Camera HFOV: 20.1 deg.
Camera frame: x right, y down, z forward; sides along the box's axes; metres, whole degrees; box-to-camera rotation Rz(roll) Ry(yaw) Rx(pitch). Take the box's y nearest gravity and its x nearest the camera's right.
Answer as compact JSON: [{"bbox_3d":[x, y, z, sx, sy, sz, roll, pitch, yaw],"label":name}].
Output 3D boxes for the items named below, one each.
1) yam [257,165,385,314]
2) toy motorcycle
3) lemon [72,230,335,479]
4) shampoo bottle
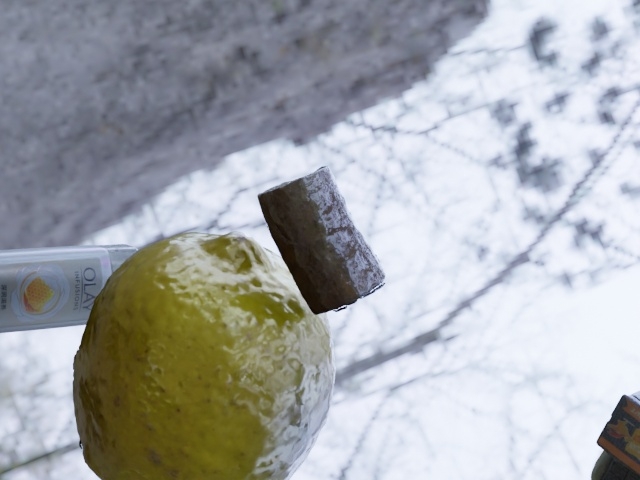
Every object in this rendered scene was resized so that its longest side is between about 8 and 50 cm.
[{"bbox_3d":[0.001,-0.001,1.627,0.084,0.084,0.127,-11,-73,59],"label":"yam"},{"bbox_3d":[0.280,0.251,1.704,0.091,0.157,0.263,37,-63,27],"label":"toy motorcycle"},{"bbox_3d":[-0.113,0.136,1.727,0.253,0.253,0.310,30,-71,47],"label":"lemon"},{"bbox_3d":[-0.297,0.051,1.896,0.056,0.227,0.086,20,-72,51],"label":"shampoo bottle"}]
